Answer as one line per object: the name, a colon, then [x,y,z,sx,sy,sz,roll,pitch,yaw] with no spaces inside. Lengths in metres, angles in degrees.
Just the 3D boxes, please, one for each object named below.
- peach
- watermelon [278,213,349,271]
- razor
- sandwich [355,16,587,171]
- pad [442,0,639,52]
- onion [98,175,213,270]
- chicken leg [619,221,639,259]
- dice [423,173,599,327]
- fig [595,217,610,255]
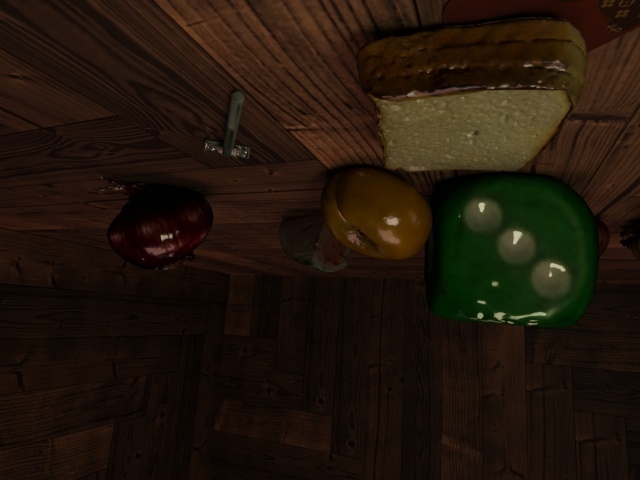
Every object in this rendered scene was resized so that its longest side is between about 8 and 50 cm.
peach: [0.112,-0.055,0.879,0.251,0.153,0.251,27,156,13]
watermelon: [0.000,0.000,1.290,0.176,0.256,0.260,-45,143,11]
razor: [-0.146,-0.178,0.672,0.084,0.035,0.211,5,170,-16]
sandwich: [0.175,-0.160,0.509,0.227,0.086,0.251,4,173,16]
pad: [0.252,-0.229,0.342,0.181,0.004,0.267,10,168,-28]
onion: [-0.419,-0.060,1.052,0.273,0.284,0.273,-25,-167,6]
chicken leg: [0.872,0.002,0.994,0.212,0.140,0.361,8,176,24]
dice: [0.391,0.033,0.914,0.301,0.296,0.287,2,171,7]
fig: [0.673,0.021,1.119,0.148,0.202,0.149,29,-168,-36]
